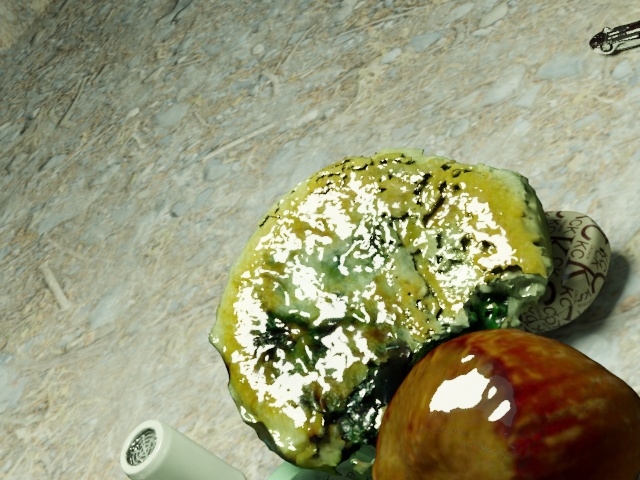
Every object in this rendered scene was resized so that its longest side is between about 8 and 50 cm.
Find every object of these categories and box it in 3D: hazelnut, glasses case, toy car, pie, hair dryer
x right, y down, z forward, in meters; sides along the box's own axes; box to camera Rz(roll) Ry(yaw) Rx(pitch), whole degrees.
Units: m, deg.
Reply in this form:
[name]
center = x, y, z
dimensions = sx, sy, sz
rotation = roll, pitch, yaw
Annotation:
[hazelnut]
center = 0.162, 0.170, 1.290
dimensions = 0.234, 0.218, 0.218
rotation = -6, 40, 44
[glasses case]
center = 0.149, 0.046, 1.612
dimensions = 0.355, 0.085, 0.137
rotation = -10, 41, 42
[toy car]
center = 0.382, -0.255, 1.877
dimensions = 0.093, 0.025, 0.041
rotation = -15, 33, 29
[pie]
center = 0.054, 0.049, 1.489
dimensions = 0.371, 0.078, 0.296
rotation = -44, 58, -8
[hair dryer]
center = -0.192, 0.313, 1.570
dimensions = 0.236, 0.131, 0.073
rotation = -56, 34, -7

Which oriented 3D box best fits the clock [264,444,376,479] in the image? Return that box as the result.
[clock]
center = 0.017, 0.272, 1.439
dimensions = 0.159, 0.066, 0.211
rotation = -43, 29, -12
